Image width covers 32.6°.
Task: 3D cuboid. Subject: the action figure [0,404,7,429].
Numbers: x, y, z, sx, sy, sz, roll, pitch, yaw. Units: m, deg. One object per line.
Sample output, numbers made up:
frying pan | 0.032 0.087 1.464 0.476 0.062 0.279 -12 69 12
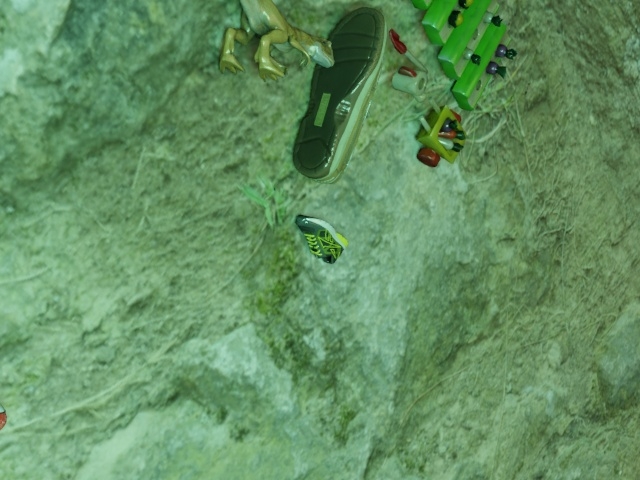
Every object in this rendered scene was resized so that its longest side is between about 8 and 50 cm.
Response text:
action figure | -0.311 0.075 0.810 0.091 0.139 0.280 -54 134 -21

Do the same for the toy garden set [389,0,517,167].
toy garden set | 0.151 -0.213 1.233 0.204 0.049 0.244 -61 149 -14

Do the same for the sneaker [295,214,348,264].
sneaker | 0.000 0.000 1.182 0.083 0.031 0.035 35 75 -44

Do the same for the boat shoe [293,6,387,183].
boat shoe | 0.028 -0.151 1.162 0.072 0.068 0.190 22 92 -60

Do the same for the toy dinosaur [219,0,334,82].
toy dinosaur | -0.062 -0.218 1.060 0.211 0.064 0.112 43 55 -50
